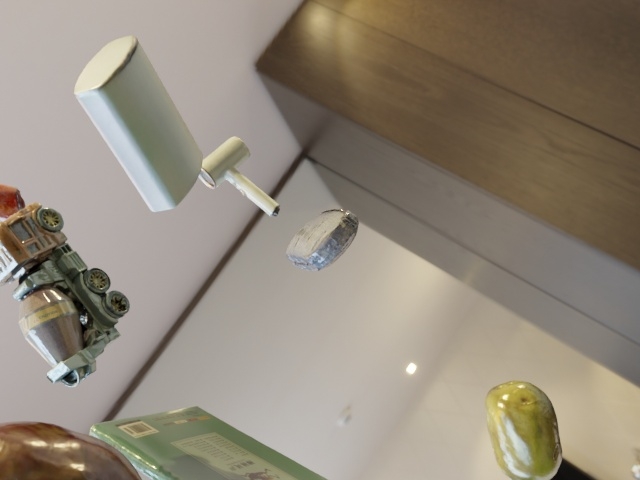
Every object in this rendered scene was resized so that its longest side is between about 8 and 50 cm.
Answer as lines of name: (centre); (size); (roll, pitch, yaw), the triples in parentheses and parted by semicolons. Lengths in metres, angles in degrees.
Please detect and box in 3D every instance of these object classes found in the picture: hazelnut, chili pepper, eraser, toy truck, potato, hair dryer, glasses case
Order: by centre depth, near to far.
hazelnut: (-0.302, 0.303, 0.833); (0.234, 0.218, 0.218); (27, -85, -28)
toy truck: (-0.391, 0.080, 1.118); (0.108, 0.256, 0.140); (-36, 2, 31)
glasses case: (0.000, 0.000, 1.326); (0.109, 0.067, 0.282); (-50, 7, -7)
chili pepper: (-0.632, -0.073, 1.411); (0.084, 0.192, 0.086); (-114, 32, -68)
eraser: (-0.338, -0.221, 1.488); (0.189, 0.104, 0.290); (-79, -29, -48)
potato: (0.441, 0.416, 1.686); (0.149, 0.228, 0.197); (-17, -4, -23)
hair dryer: (-0.178, -0.144, 1.880); (0.131, 0.236, 0.073); (-43, -21, -20)

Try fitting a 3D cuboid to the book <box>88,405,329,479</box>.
book: (-0.148, 0.364, 1.239); (0.264, 0.379, 0.031); (6, -77, -58)
